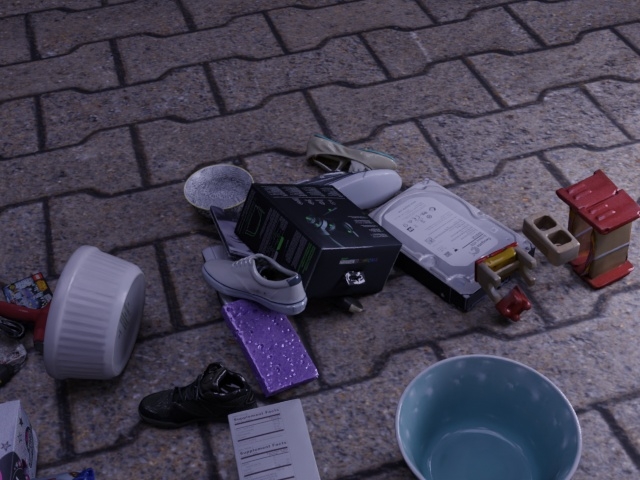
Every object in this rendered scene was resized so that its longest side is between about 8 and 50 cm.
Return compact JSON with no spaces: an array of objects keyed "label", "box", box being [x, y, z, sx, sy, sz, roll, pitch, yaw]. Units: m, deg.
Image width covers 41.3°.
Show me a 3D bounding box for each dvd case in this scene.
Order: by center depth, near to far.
[{"label":"dvd case","box":[-0.153,-0.003,1.904,0.165,0.018,0.221,17,22,-27]}]

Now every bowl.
[{"label":"bowl","box":[0.282,0.367,1.474,0.312,0.163,0.311,-2,44,2]},{"label":"bowl","box":[-0.242,-0.102,2.059,0.170,0.080,0.170,-2,43,2]}]

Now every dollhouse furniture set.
[{"label":"dollhouse furniture set","box":[0.485,0.028,1.805,0.374,0.201,0.152,-24,47,-12]}]

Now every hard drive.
[{"label":"hard drive","box":[0.283,0.001,1.934,0.237,0.064,0.339,-32,51,-26]}]

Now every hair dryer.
[{"label":"hair dryer","box":[-0.612,0.154,1.777,0.294,0.080,0.223,-28,65,-23]}]

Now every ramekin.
[{"label":"ramekin","box":[-0.438,0.152,1.683,0.127,0.272,0.272,13,45,1]}]

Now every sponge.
[{"label":"sponge","box":[-0.103,0.205,1.702,0.117,0.031,0.210,-16,63,-31]}]

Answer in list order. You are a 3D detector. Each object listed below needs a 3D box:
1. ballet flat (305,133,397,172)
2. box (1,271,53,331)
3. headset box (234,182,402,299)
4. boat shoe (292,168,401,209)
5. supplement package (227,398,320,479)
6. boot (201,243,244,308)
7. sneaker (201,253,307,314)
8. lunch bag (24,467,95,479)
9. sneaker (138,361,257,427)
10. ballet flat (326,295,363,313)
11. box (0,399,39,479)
[{"label":"ballet flat","box":[0.071,-0.197,2.155,0.248,0.086,0.086,19,48,23]},{"label":"box","box":[-0.637,0.135,1.871,0.094,0.027,0.137,-24,48,-21]},{"label":"headset box","box":[0.000,0.000,1.835,0.246,0.131,0.283,-3,35,-44]},{"label":"boat shoe","box":[0.043,-0.126,2.057,0.301,0.108,0.102,-18,46,-5]},{"label":"supplement package","box":[-0.069,0.419,1.458,0.134,0.139,0.244,-12,45,-7]},{"label":"boot","box":[-0.169,0.089,1.843,0.123,0.095,0.258,-18,46,-10]},{"label":"sneaker","box":[-0.134,0.067,1.723,0.258,0.091,0.094,16,29,30]},{"label":"lunch bag","box":[-0.470,0.560,1.226,0.328,0.239,0.385,-9,83,-6]},{"label":"sneaker","box":[-0.240,0.290,1.614,0.228,0.130,0.087,-1,42,5]},{"label":"ballet flat","box":[0.015,0.123,1.843,0.173,0.049,0.057,22,5,24]},{"label":"box","box":[-0.594,0.424,1.482,0.163,0.142,0.247,-9,44,-5]}]
